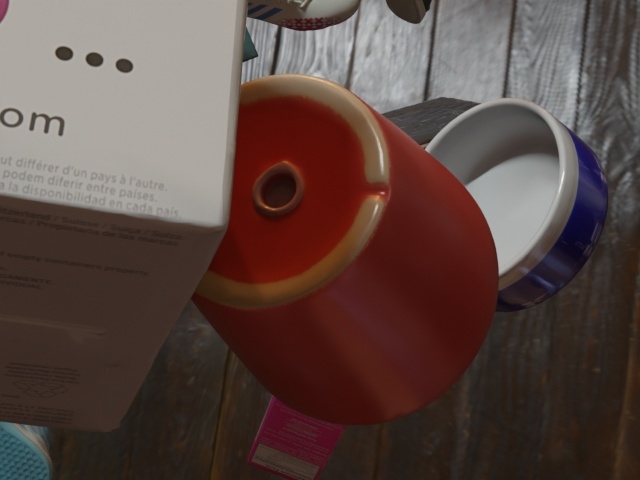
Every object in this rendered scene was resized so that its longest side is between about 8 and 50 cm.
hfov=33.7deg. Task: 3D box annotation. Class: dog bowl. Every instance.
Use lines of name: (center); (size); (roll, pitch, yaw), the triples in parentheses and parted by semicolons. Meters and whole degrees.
dog bowl: (0.233, -0.045, 1.369); (0.104, 0.265, 0.265); (27, 83, -38)

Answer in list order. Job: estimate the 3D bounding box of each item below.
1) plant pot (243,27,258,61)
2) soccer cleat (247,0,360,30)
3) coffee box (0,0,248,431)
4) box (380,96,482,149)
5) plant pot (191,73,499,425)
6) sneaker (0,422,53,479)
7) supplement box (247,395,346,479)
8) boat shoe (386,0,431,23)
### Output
plant pot: (-0.227, -0.322, 1.408); (0.166, 0.165, 0.234); (-26, 101, -42)
soccer cleat: (-0.094, -0.460, 1.949); (0.331, 0.143, 0.116); (6, 87, 8)
coffee box: (-0.241, -0.107, 0.629); (0.338, 0.338, 0.334); (10, 62, -14)
box: (0.122, -0.064, 1.984); (0.480, 0.472, 0.297); (-17, 106, -9)
plant pot: (0.000, 0.000, 0.894); (0.275, 0.243, 0.275); (-7, 68, 17)
sneaker: (-0.575, 0.286, 1.788); (0.127, 0.208, 0.319); (-34, 103, -5)
supplement box: (-0.021, 0.250, 1.538); (0.114, 0.220, 0.111); (22, 48, -1)
boat shoe: (0.170, -0.526, 1.952); (0.116, 0.319, 0.099); (30, 76, 17)
